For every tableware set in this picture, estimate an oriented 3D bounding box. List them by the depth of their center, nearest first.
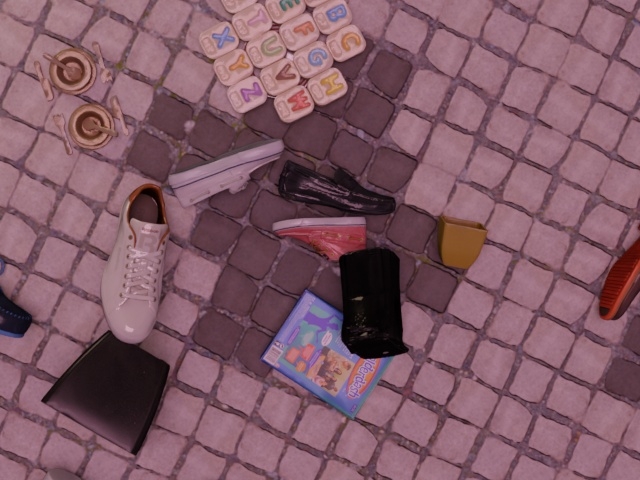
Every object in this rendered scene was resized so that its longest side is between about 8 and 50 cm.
[{"bbox_3d":[-0.443,-0.264,1.794,0.128,0.039,0.194,-19,92,-1],"label":"tableware set"}]

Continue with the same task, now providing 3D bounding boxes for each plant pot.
[{"bbox_3d":[-0.370,0.265,1.753,0.188,0.187,0.167,30,78,-3],"label":"plant pot"},{"bbox_3d":[0.258,0.006,1.811,0.082,0.081,0.083,12,102,-3],"label":"plant pot"}]

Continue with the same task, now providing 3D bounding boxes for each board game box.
[{"bbox_3d":[0.016,0.213,1.822,0.210,0.047,0.160,34,90,-2],"label":"board game box"}]

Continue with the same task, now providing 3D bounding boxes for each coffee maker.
[{"bbox_3d":[0.096,0.105,1.734,0.120,0.171,0.178,-3,66,-2],"label":"coffee maker"}]

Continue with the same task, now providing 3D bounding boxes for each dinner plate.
[{"bbox_3d":[-0.079,-0.336,1.816,0.141,0.017,0.141,0,93,-3],"label":"dinner plate"}]

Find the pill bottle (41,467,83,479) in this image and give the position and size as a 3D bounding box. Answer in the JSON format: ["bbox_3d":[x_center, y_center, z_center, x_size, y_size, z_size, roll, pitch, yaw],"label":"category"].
[{"bbox_3d":[-0.518,0.546,1.769,0.136,0.136,0.245,33,90,-3],"label":"pill bottle"}]

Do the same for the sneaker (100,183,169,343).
[{"bbox_3d":[-0.326,0.033,1.715,0.106,0.123,0.290,7,68,-21],"label":"sneaker"}]

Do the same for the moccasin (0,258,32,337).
[{"bbox_3d":[-0.666,0.054,1.750,0.342,0.138,0.116,31,86,-4],"label":"moccasin"}]

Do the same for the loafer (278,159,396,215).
[{"bbox_3d":[0.033,-0.097,1.798,0.223,0.076,0.078,12,99,1],"label":"loafer"}]

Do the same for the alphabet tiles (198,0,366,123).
[{"bbox_3d":[-0.070,-0.369,1.798,0.278,0.021,0.284,-27,92,-2],"label":"alphabet tiles"}]

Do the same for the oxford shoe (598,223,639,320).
[{"bbox_3d":[0.622,0.046,1.817,0.098,0.097,0.271,33,90,-9],"label":"oxford shoe"}]

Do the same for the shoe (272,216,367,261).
[{"bbox_3d":[0.000,0.000,1.806,0.178,0.063,0.081,-2,86,-6],"label":"shoe"}]

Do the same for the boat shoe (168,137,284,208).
[{"bbox_3d":[-0.166,-0.124,1.798,0.226,0.083,0.075,-17,104,10],"label":"boat shoe"}]
